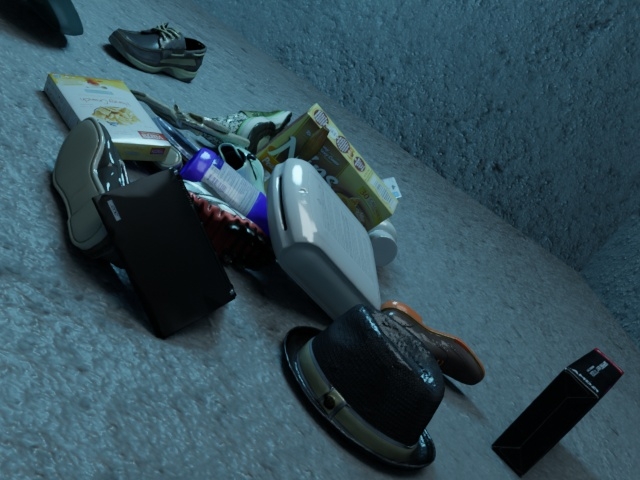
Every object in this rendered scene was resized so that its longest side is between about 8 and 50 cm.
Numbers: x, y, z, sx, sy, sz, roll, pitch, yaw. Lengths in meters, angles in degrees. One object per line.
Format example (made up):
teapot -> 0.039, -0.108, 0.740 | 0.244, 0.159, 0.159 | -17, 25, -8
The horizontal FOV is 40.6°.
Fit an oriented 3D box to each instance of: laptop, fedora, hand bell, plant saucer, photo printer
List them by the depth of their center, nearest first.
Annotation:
laptop -> -0.244, 0.013, 1.393 | 0.264, 0.137, 0.234 | -174, -120, -81
fedora -> 0.100, 0.225, 1.479 | 0.334, 0.152, 0.334 | 35, 17, -13
photo printer -> 0.000, 0.000, 1.717 | 0.307, 0.107, 0.256 | 48, 25, -41
hand bell -> -0.060, -0.166, 2.003 | 0.126, 0.242, 0.126 | 34, 18, -13
plant saucer -> -0.667, -0.603, 2.009 | 0.317, 0.044, 0.317 | 45, -15, 16

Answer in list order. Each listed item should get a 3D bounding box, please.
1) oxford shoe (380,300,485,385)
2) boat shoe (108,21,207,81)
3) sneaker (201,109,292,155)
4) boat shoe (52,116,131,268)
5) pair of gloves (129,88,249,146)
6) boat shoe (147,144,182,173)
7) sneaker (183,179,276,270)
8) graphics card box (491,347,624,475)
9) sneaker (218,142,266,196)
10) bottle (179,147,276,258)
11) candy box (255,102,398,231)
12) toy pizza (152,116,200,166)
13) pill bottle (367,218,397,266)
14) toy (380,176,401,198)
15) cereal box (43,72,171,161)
oxford shoe -> 0.228, 0.242, 1.837 | 0.271, 0.097, 0.098 | 32, 37, -6
boat shoe -> -0.441, -0.541, 2.380 | 0.132, 0.130, 0.355 | 43, 18, 17
sneaker -> -0.194, -0.292, 2.262 | 0.182, 0.158, 0.410 | 22, 11, 7
boat shoe -> -0.363, -0.076, 1.419 | 0.095, 0.112, 0.335 | 47, 13, -42
pair of gloves -> -0.302, -0.268, 1.961 | 0.240, 0.042, 0.204 | 23, 0, 30
boat shoe -> -0.359, -0.193, 1.814 | 0.206, 0.075, 0.065 | 42, -26, 29
sneaker -> -0.201, -0.039, 1.636 | 0.276, 0.097, 0.135 | 28, 22, -26
graphics card box -> 0.516, 0.355, 1.849 | 0.094, 0.232, 0.371 | 45, 18, 21
sneaker -> -0.184, -0.179, 1.937 | 0.256, 0.094, 0.151 | -116, -175, -52
bottle -> -0.163, -0.063, 1.761 | 0.283, 0.092, 0.118 | 39, 38, -15
candy box -> 0.017, -0.148, 2.083 | 0.316, 0.183, 0.087 | 50, 28, -9
toy pizza -> -0.300, -0.195, 1.912 | 0.201, 0.032, 0.201 | 44, 6, -5
pill bottle -> 0.132, -0.022, 2.232 | 0.118, 0.117, 0.208 | 30, 18, -25
toy -> 0.083, -0.136, 2.270 | 0.137, 0.238, 0.056 | -100, 176, -62
cereal box -> -0.428, -0.247, 1.738 | 0.173, 0.047, 0.240 | -3, 41, -44
